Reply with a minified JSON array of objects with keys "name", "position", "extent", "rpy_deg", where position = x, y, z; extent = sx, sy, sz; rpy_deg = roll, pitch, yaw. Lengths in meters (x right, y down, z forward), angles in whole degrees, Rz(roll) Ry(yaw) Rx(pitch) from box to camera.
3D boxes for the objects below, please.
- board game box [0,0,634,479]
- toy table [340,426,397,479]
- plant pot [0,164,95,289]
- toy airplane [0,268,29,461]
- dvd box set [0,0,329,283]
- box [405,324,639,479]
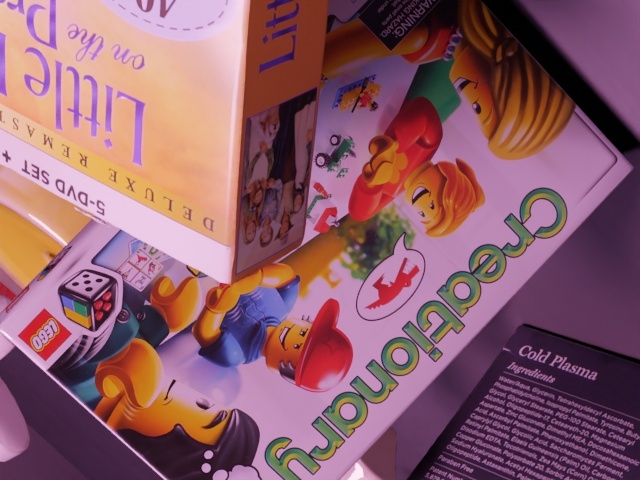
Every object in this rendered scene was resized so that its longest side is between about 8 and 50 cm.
[{"name":"board game box","position":[0.000,0.000,0.789],"extent":[0.193,0.305,0.053],"rpy_deg":[44,176,-14]},{"name":"toy table","position":[-0.010,0.075,1.080],"extent":[0.161,0.274,0.252],"rpy_deg":[34,126,-12]},{"name":"plant pot","position":[-0.091,-0.062,0.906],"extent":[0.254,0.239,0.254],"rpy_deg":[33,158,15]},{"name":"toy airplane","position":[-0.262,-0.004,1.247],"extent":[0.384,0.272,0.386],"rpy_deg":[54,-169,21]},{"name":"dvd box set","position":[-0.122,-0.222,0.633],"extent":[0.308,0.062,0.420],"rpy_deg":[28,128,29]},{"name":"box","position":[0.184,0.299,1.064],"extent":[0.179,0.312,0.343],"rpy_deg":[17,150,44]}]
